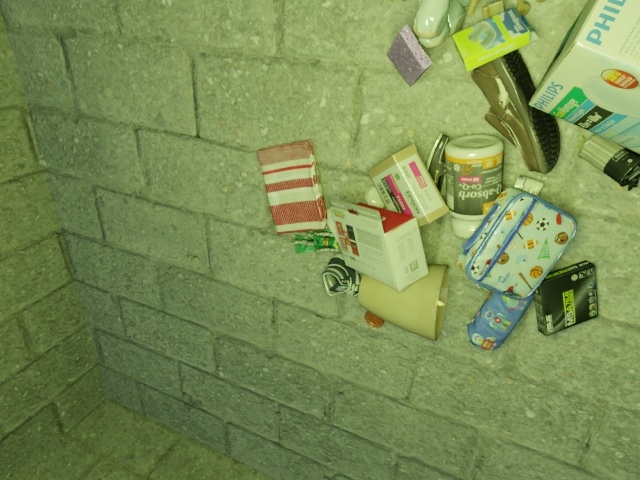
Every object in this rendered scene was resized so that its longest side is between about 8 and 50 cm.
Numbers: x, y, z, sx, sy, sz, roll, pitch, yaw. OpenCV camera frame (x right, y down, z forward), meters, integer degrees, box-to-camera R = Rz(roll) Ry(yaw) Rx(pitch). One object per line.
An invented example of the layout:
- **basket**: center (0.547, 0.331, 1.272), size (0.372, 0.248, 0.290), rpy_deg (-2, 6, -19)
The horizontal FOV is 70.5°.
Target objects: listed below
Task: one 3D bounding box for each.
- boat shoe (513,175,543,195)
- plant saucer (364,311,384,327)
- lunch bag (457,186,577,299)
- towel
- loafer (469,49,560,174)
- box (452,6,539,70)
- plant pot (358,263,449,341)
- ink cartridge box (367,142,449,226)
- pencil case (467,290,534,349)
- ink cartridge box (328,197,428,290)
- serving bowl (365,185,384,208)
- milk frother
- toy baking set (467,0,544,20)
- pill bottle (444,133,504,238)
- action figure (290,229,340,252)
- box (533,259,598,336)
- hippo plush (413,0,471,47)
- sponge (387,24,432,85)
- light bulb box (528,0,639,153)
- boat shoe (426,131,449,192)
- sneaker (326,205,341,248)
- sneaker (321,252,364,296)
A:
- **boat shoe**: center (0.589, -0.062, 1.349), size (0.084, 0.095, 0.258), rpy_deg (20, 125, 23)
- **plant saucer**: center (0.216, 0.310, 1.800), size (0.083, 0.013, 0.083), rpy_deg (12, 121, 21)
- **lunch bag**: center (0.540, 0.015, 1.274), size (0.243, 0.115, 0.303), rpy_deg (25, 106, -15)
- **towel**: center (-0.105, -0.187, 1.656), size (0.237, 0.037, 0.329), rpy_deg (-4, 105, 32)
- **loafer**: center (0.526, -0.344, 1.227), size (0.130, 0.134, 0.366), rpy_deg (-21, 95, 55)
- **box**: center (0.435, -0.508, 1.134), size (0.178, 0.109, 0.042), rpy_deg (-20, 146, 17)
- **plant pot**: center (0.278, 0.186, 1.543), size (0.274, 0.256, 0.256), rpy_deg (9, 119, 22)
- **ink cartridge box**: center (0.265, -0.155, 1.403), size (0.234, 0.088, 0.193), rpy_deg (62, 161, -1)
- **pencil case**: center (0.591, 0.226, 1.489), size (0.133, 0.119, 0.306), rpy_deg (28, 125, 14)
- **ink cartridge box**: center (0.179, -0.020, 1.471), size (0.309, 0.130, 0.271), rpy_deg (25, 137, 57)
- **serving bowl**: center (0.197, -0.152, 1.551), size (0.083, 0.027, 0.083), rpy_deg (13, 122, 22)
- **milk frother**: center (0.770, -0.203, 1.182), size (0.134, 0.129, 0.143), rpy_deg (56, 171, 36)
- **toy baking set**: center (0.464, -0.632, 1.072), size (0.197, 0.030, 0.256), rpy_deg (-6, 151, -2)
- **pill bottle**: center (0.449, -0.156, 1.326), size (0.162, 0.162, 0.278), rpy_deg (4, 121, 26)
- **action figure**: center (0.000, 0.000, 1.722), size (0.232, 0.063, 0.137), rpy_deg (6, 115, 22)
- **box**: center (0.741, 0.175, 1.368), size (0.184, 0.045, 0.190), rpy_deg (-19, 110, -8)
- **hippo plush**: center (0.241, -0.640, 1.122), size (0.236, 0.294, 0.234), rpy_deg (35, 96, 20)
- **sponge**: center (0.240, -0.498, 1.238), size (0.031, 0.210, 0.117), rpy_deg (-37, 95, 4)
- **light bulb box**: center (0.691, -0.361, 0.939), size (0.361, 0.358, 0.225), rpy_deg (29, 94, 12)
- **boat shoe**: center (0.363, -0.221, 1.394), size (0.069, 0.081, 0.227), rpy_deg (24, 133, 18)
- **sneaker**: center (0.064, -0.042, 1.656), size (0.083, 0.071, 0.190), rpy_deg (-16, 89, 47)
- **sneaker**: center (0.130, 0.178, 1.687), size (0.282, 0.153, 0.099), rpy_deg (38, 127, 5)
